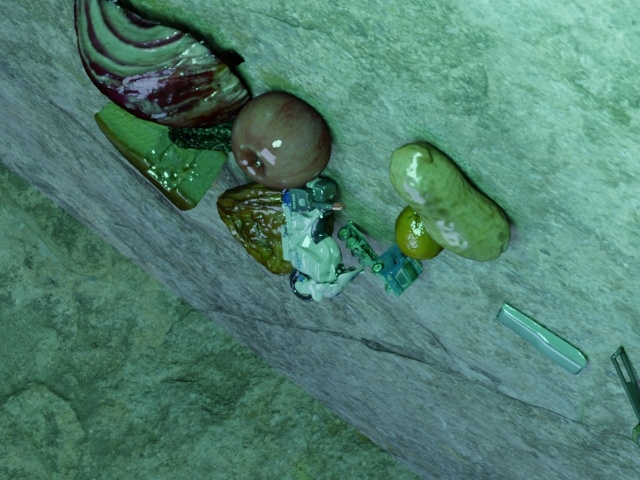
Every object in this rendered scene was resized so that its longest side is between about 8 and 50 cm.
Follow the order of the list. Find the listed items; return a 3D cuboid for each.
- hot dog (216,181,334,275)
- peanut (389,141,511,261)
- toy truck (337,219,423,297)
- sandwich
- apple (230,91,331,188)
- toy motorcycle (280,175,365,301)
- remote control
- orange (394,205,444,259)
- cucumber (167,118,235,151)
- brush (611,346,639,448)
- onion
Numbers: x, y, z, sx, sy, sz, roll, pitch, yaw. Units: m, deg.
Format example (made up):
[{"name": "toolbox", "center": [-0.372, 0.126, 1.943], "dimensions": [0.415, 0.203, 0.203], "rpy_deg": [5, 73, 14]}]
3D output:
[{"name": "hot dog", "center": [-0.081, -0.032, 2.091], "dimensions": [0.196, 0.122, 0.272], "rpy_deg": [49, 162, -17]}, {"name": "peanut", "center": [0.171, -0.049, 1.585], "dimensions": [0.214, 0.099, 0.099], "rpy_deg": [45, 162, -27]}, {"name": "toy truck", "center": [0.100, 0.016, 1.973], "dimensions": [0.175, 0.081, 0.067], "rpy_deg": [46, 175, 47]}, {"name": "sandwich", "center": [-0.292, -0.172, 2.124], "dimensions": [0.236, 0.122, 0.128], "rpy_deg": [42, 165, -17]}, {"name": "apple", "center": [-0.062, -0.145, 1.731], "dimensions": [0.153, 0.120, 0.153], "rpy_deg": [34, 155, 18]}, {"name": "toy motorcycle", "center": [0.000, 0.000, 1.912], "dimensions": [0.150, 0.102, 0.221], "rpy_deg": [7, 110, 38]}, {"name": "remote control", "center": [0.355, 0.161, 1.902], "dimensions": [0.162, 0.029, 0.061], "rpy_deg": [33, 162, 11]}, {"name": "orange", "center": [0.150, -0.015, 1.737], "dimensions": [0.085, 0.085, 0.095], "rpy_deg": [30, 156, 19]}, {"name": "cucumber", "center": [-0.144, -0.174, 1.928], "dimensions": [0.294, 0.067, 0.067], "rpy_deg": [10, 150, 48]}, {"name": "brush", "center": [0.490, 0.245, 1.836], "dimensions": [0.027, 0.062, 0.266], "rpy_deg": [28, 158, 45]}, {"name": "onion", "center": [-0.249, -0.240, 1.824], "dimensions": [0.314, 0.146, 0.280], "rpy_deg": [21, 162, 30]}]
